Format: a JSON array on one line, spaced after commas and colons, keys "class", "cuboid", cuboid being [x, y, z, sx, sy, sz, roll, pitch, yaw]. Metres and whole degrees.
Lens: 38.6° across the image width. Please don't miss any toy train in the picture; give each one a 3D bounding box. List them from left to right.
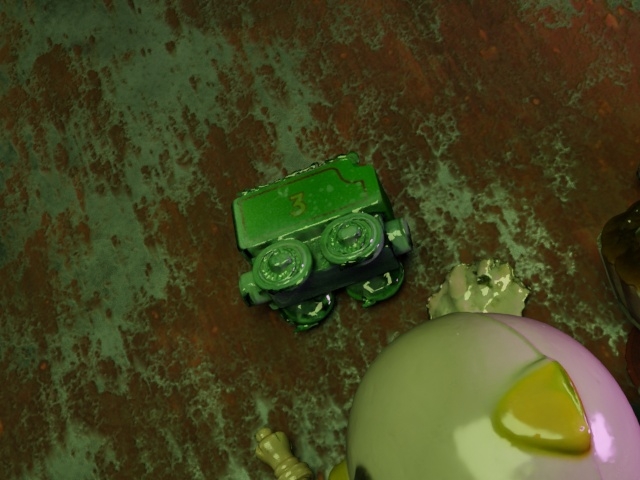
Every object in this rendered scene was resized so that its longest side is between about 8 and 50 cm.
[{"class": "toy train", "cuboid": [0.000, 0.000, 1.239, 0.243, 0.132, 0.188, -19, 55, 11]}]

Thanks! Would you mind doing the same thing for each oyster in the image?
[{"class": "oyster", "cuboid": [0.195, 0.119, 1.159, 0.132, 0.072, 0.209, 7, 62, 0]}]

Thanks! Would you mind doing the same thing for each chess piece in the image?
[{"class": "chess piece", "cuboid": [-0.030, 0.307, 1.161, 0.060, 0.060, 0.172, -41, 59, -1]}]

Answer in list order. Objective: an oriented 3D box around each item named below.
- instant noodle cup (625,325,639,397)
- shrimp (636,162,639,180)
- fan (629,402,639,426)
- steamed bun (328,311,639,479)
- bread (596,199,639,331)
[{"class": "instant noodle cup", "cuboid": [0.482, 0.131, 1.010, 0.273, 0.091, 0.274, -26, 26, 13]}, {"class": "shrimp", "cuboid": [0.490, -0.121, 1.157, 0.190, 0.075, 0.073, -20, 31, -1]}, {"class": "fan", "cuboid": [0.328, 0.307, 1.000, 0.012, 0.294, 0.223, 7, 28, -19]}, {"class": "steamed bun", "cuboid": [0.179, 0.259, 0.946, 0.333, 0.334, 0.374, -14, 98, 13]}, {"class": "bread", "cuboid": [0.436, 0.010, 1.050, 0.209, 0.110, 0.192, -29, 26, 8]}]
